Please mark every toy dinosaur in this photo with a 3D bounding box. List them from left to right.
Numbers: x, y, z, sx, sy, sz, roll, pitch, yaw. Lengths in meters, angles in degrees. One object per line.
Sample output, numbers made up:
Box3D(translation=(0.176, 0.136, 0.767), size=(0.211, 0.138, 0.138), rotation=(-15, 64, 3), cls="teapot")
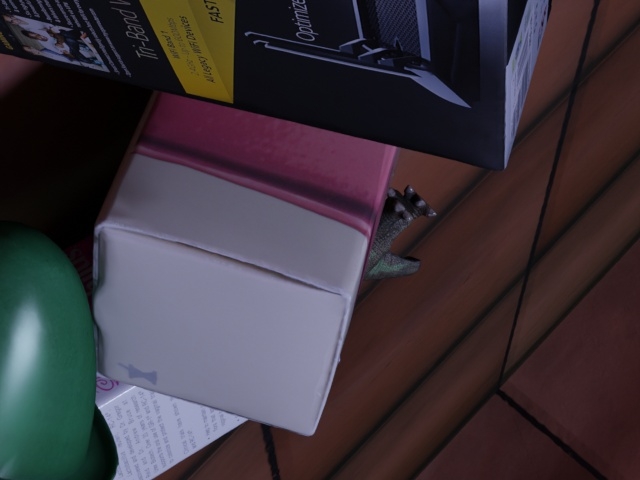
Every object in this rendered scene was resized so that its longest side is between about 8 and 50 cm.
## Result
Box3D(translation=(0.000, 0.000, 1.115), size=(0.160, 0.121, 0.313), rotation=(-38, 174, 10), cls="toy dinosaur")

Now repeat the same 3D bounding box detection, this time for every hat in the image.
Box3D(translation=(-0.129, 0.003, 0.668), size=(0.183, 0.173, 0.208), rotation=(-52, 160, 13), cls="hat")

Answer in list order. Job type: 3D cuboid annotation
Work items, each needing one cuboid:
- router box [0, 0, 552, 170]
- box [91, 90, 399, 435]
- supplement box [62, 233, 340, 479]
Box3D(translation=(-0.046, -0.140, 0.464), size=(0.309, 0.243, 0.081), rotation=(73, 33, -69), cls="router box")
Box3D(translation=(-0.025, -0.039, 0.763), size=(0.148, 0.127, 0.232), rotation=(103, 4, -55), cls="box")
Box3D(translation=(-0.110, 0.066, 0.858), size=(0.220, 0.111, 0.114), rotation=(-32, 149, -17), cls="supplement box")
